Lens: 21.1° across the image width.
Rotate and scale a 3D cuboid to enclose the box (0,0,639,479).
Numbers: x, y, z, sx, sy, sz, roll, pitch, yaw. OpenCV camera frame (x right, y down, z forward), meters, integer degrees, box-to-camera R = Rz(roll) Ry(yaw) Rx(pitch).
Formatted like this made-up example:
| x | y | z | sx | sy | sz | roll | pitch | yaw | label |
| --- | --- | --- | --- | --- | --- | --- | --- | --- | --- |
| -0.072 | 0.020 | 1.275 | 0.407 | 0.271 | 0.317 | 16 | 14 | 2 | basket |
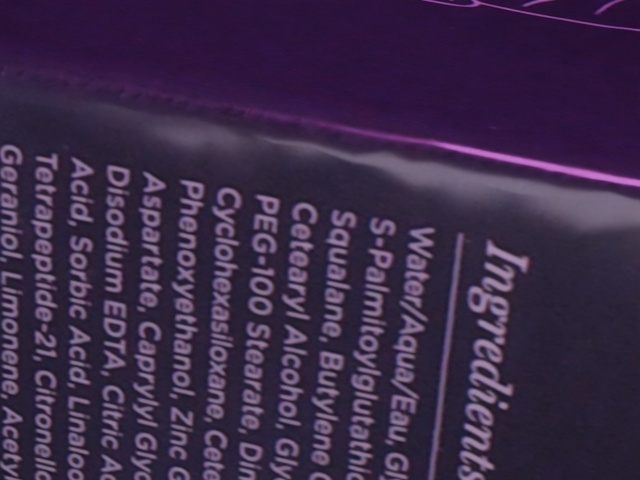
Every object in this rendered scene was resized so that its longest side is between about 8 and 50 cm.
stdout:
| x | y | z | sx | sy | sz | roll | pitch | yaw | label |
| --- | --- | --- | --- | --- | --- | --- | --- | --- | --- |
| 0.000 | 0.000 | 0.534 | 0.395 | 0.293 | 0.212 | 11 | 117 | 14 | box |
